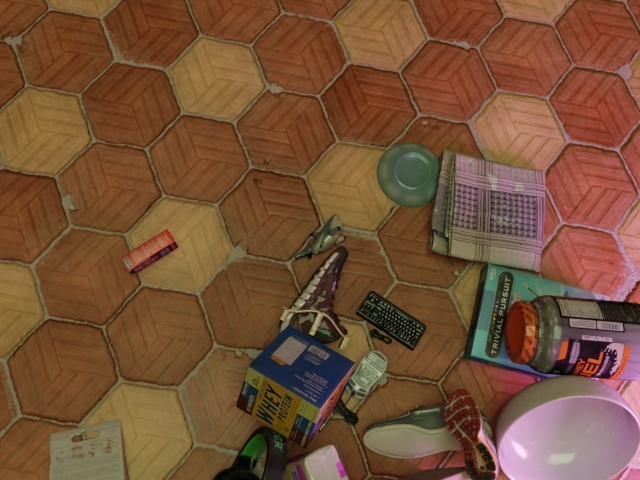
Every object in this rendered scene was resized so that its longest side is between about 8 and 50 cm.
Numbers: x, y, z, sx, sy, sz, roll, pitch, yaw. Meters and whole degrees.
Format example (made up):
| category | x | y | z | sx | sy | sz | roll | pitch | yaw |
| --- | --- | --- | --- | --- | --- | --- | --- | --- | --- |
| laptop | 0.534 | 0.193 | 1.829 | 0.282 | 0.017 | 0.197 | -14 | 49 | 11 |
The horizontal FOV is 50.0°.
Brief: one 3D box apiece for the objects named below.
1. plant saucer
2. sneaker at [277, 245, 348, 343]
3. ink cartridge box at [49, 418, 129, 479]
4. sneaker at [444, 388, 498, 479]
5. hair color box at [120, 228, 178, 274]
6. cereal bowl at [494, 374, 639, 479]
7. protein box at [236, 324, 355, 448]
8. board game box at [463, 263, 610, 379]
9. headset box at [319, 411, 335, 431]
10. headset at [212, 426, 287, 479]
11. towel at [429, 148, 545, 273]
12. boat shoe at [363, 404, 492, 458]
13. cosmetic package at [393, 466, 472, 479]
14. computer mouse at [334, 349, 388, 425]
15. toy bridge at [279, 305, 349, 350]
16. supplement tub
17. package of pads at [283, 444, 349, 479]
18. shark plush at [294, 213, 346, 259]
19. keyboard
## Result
| category | x | y | z | sx | sy | sz | roll | pitch | yaw |
| --- | --- | --- | --- | --- | --- | --- | --- | --- | --- |
| plant saucer | 0.256 | -0.191 | 1.922 | 0.194 | 0.037 | 0.195 | 1 | 75 | -4 |
| sneaker | 0.026 | 0.164 | 1.790 | 0.162 | 0.106 | 0.281 | 36 | 86 | 1 |
| ink cartridge box | -0.563 | 0.569 | 1.673 | 0.180 | 0.056 | 0.225 | -11 | 58 | -6 |
| sneaker | 0.360 | 0.467 | 1.634 | 0.088 | 0.092 | 0.225 | -22 | 67 | 19 |
| hair color box | -0.447 | 0.031 | 1.799 | 0.141 | 0.072 | 0.043 | -33 | 80 | -10 |
| cereal bowl | 0.584 | 0.452 | 1.670 | 0.338 | 0.339 | 0.141 | 2 | 32 | -3 |
| protein box | -0.057 | 0.345 | 1.644 | 0.199 | 0.136 | 0.201 | 27 | 33 | 15 |
| board game box | 0.572 | 0.230 | 1.811 | 0.335 | 0.079 | 0.254 | 15 | 75 | 0 |
| headset box | -0.014 | 0.435 | 1.742 | 0.083 | 0.032 | 0.062 | 41 | 77 | 5 |
| headset | -0.164 | 0.636 | 1.595 | 0.185 | 0.243 | 0.394 | 27 | 90 | -17 |
| towel | 0.466 | -0.084 | 1.886 | 0.324 | 0.056 | 0.313 | 11 | 75 | -6 |
| boat shoe | 0.265 | 0.473 | 1.736 | 0.319 | 0.116 | 0.099 | -6 | 33 | 2 |
| cosmetic package | 0.240 | 0.596 | 1.562 | 0.160 | 0.309 | 0.113 | -18 | 72 | 34 |
| computer mouse | 0.104 | 0.369 | 1.765 | 0.106 | 0.042 | 0.193 | 38 | 82 | 11 |
| toy bridge | -0.012 | 0.208 | 1.723 | 0.188 | 0.026 | 0.063 | 27 | 85 | -3 |
| supplement tub | 0.628 | 0.235 | 1.673 | 0.315 | 0.193 | 0.194 | 5 | 75 | -2 |
| package of pads | 0.011 | 0.639 | 1.590 | 0.101 | 0.229 | 0.297 | -17 | 76 | -29 |
| shark plush | 0.000 | 0.000 | 1.863 | 0.161 | 0.073 | 0.067 | -44 | 61 | 7 |
| keyboard | 0.182 | 0.222 | 1.817 | 0.180 | 0.023 | 0.108 | 33 | 76 | 6 |
